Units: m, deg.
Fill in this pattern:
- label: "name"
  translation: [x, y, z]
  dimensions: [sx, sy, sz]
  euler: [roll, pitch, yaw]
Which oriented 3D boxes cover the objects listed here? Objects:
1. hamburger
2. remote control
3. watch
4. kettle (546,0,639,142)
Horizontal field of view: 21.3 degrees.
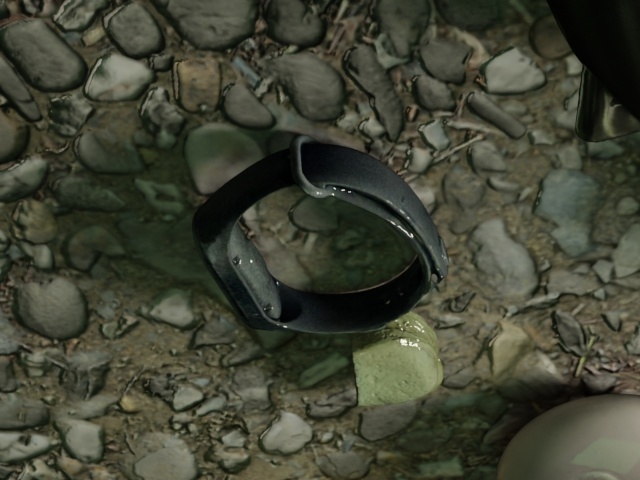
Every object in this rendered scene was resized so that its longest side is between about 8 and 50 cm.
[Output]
- label: "hamburger"
  translation: [0.070, 0.110, 1.571]
  dimensions: [0.084, 0.054, 0.121]
  euler: [-4, 136, -1]
- label: "remote control"
  translation: [0.310, 0.264, 1.676]
  dimensions: [0.221, 0.103, 0.332]
  euler: [-23, 131, 24]
- label: "watch"
  translation: [0.000, 0.000, 1.458]
  dimensions: [0.193, 0.068, 0.206]
  euler: [-17, 135, 12]
- label: "kettle"
  translation: [0.266, -0.194, 1.210]
  dimensions: [0.207, 0.250, 0.271]
  euler: [15, 148, 29]
